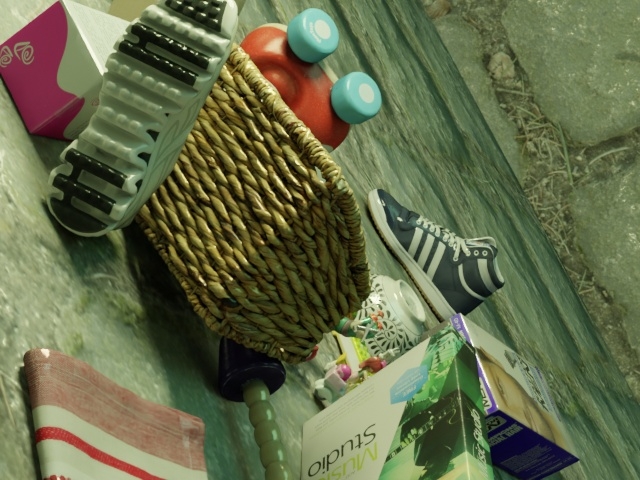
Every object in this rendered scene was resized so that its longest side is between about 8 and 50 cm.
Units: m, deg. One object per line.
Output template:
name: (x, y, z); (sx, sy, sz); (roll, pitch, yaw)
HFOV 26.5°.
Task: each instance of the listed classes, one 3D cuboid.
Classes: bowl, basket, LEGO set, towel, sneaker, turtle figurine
bowl: (0.107, 0.111, 2.052); (0.170, 0.080, 0.170); (50, 20, -26)
basket: (-0.054, -0.039, 1.518); (0.213, 0.223, 0.299); (29, 16, -48)
LEGO set: (0.070, 0.151, 1.842); (0.132, 0.107, 0.287); (51, 19, -19)
towel: (-0.150, 0.264, 1.187); (0.237, 0.037, 0.329); (35, 29, -49)
sneaker: (-0.178, -0.134, 1.430); (0.110, 0.292, 0.118); (33, 2, 15)
sneaker: (0.211, -0.001, 2.394); (0.282, 0.153, 0.099); (55, 17, -8)
turtle figurine: (-0.012, 0.059, 1.767); (0.234, 0.118, 0.175); (-115, 180, -72)

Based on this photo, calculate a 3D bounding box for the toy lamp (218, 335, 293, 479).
toy lamp: (-0.054, 0.214, 1.455); (0.080, 0.080, 0.274); (35, 27, -50)

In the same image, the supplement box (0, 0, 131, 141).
supplement box: (-0.250, -0.181, 1.541); (0.114, 0.111, 0.220); (61, 18, 12)

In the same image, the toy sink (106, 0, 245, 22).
toy sink: (-0.199, -0.288, 1.783); (0.131, 0.234, 0.153); (29, 17, 7)

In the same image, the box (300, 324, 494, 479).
box: (0.078, 0.254, 1.484); (0.058, 0.232, 0.322); (45, 21, -23)

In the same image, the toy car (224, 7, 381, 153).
toy car: (-0.080, -0.178, 1.939); (0.210, 0.219, 0.238); (55, 47, -12)

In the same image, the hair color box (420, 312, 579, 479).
hair color box: (0.293, 0.267, 2.243); (0.339, 0.110, 0.185); (32, 32, -51)
